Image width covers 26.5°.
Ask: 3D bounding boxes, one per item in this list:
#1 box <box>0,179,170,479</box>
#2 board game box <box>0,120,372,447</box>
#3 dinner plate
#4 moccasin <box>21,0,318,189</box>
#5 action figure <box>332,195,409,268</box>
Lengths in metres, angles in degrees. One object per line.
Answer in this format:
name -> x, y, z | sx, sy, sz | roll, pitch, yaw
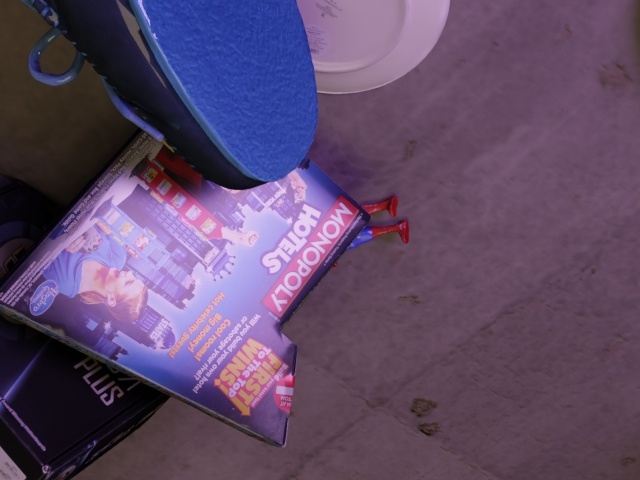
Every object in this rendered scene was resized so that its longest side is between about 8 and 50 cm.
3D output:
box -> -0.200, 0.069, 0.874 | 0.180, 0.147, 0.077 | 48, 126, 7
board game box -> -0.069, 0.027, 0.846 | 0.194, 0.194, 0.060 | 43, 166, -12
dinner plate -> 0.005, -0.141, 0.796 | 0.141, 0.017, 0.141 | 5, 132, 5
moccasin -> -0.122, -0.176, 0.725 | 0.117, 0.138, 0.342 | -16, 111, 41
action figure -> 0.000, 0.000, 0.911 | 0.115, 0.030, 0.038 | -13, 131, 21
